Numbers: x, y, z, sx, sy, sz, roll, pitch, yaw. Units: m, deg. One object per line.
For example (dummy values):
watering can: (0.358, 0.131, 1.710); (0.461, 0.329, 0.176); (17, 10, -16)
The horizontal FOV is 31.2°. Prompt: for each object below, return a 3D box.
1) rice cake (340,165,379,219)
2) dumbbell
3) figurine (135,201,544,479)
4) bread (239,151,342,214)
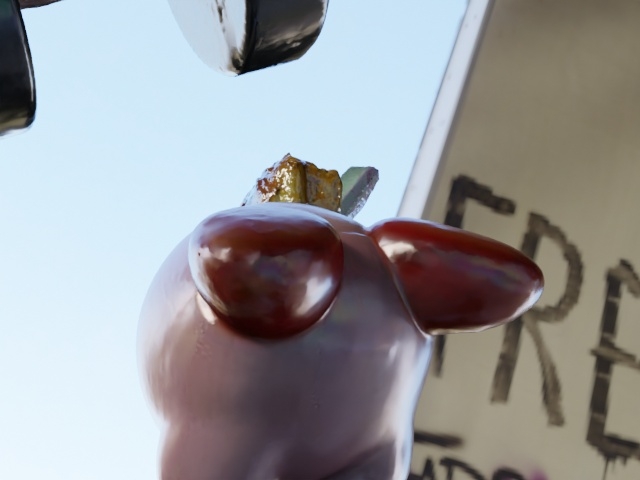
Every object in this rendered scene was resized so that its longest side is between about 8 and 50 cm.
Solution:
rice cake: (-0.001, -0.001, 1.588); (0.051, 0.290, 0.081); (20, -43, 23)
dumbbell: (-0.119, -0.145, 0.603); (0.218, 0.153, 0.152); (-19, -22, -20)
figurine: (-0.022, 0.063, 0.850); (0.269, 0.211, 0.261); (3, -57, -34)
bread: (-0.063, 0.011, 1.099); (0.077, 0.139, 0.271); (8, -18, -23)
